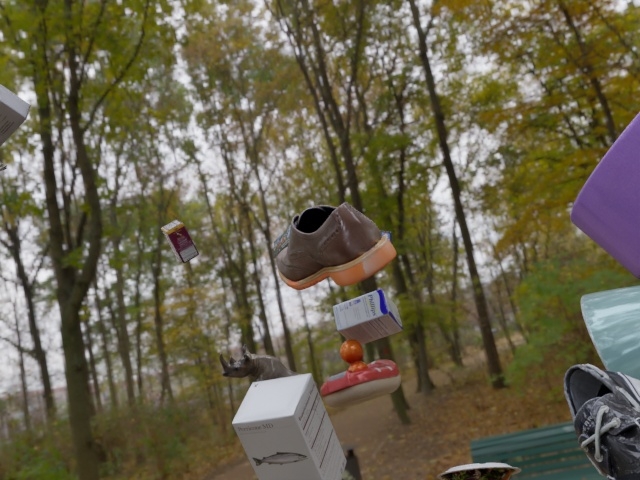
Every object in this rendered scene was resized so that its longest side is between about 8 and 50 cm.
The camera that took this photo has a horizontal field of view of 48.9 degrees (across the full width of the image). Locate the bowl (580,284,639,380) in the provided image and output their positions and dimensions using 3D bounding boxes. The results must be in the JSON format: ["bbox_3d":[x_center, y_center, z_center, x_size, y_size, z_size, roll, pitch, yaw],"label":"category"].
[{"bbox_3d":[0.623,0.198,1.265,0.163,0.312,0.311,-35,-19,26],"label":"bowl"}]

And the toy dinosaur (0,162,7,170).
[{"bbox_3d":[-0.515,-0.109,1.038,0.090,0.047,0.082,-28,28,-18],"label":"toy dinosaur"}]

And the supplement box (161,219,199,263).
[{"bbox_3d":[-0.310,0.002,1.557,0.043,0.083,0.055,-31,23,-19],"label":"supplement box"}]

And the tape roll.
[{"bbox_3d":[0.365,-0.091,0.658,0.275,0.090,0.275,-35,-24,-18],"label":"tape roll"}]

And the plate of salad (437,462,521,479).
[{"bbox_3d":[0.378,0.565,1.676,0.199,0.048,0.200,-2,-26,-1],"label":"plate of salad"}]

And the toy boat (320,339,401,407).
[{"bbox_3d":[0.092,0.314,1.713,0.151,0.151,0.231,-25,-18,27],"label":"toy boat"}]

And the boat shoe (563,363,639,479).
[{"bbox_3d":[0.341,0.223,0.799,0.102,0.108,0.301,23,19,2],"label":"boat shoe"}]

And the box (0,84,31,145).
[{"bbox_3d":[-0.485,-0.170,0.871,0.145,0.038,0.186,-37,-53,21],"label":"box"}]

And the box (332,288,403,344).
[{"bbox_3d":[0.119,0.194,1.757,0.137,0.072,0.126,-20,-32,14],"label":"box"}]

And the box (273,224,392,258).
[{"bbox_3d":[0.026,0.012,1.602,0.233,0.044,0.159,6,-19,-19],"label":"box"}]

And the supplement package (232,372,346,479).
[{"bbox_3d":[-0.043,0.310,1.078,0.105,0.179,0.105,-13,22,21],"label":"supplement package"}]

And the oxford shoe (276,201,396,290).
[{"bbox_3d":[0.000,0.000,1.238,0.130,0.133,0.363,-37,10,-25],"label":"oxford shoe"}]

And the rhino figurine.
[{"bbox_3d":[-0.110,0.298,1.492,0.106,0.243,0.073,-54,14,14],"label":"rhino figurine"}]
